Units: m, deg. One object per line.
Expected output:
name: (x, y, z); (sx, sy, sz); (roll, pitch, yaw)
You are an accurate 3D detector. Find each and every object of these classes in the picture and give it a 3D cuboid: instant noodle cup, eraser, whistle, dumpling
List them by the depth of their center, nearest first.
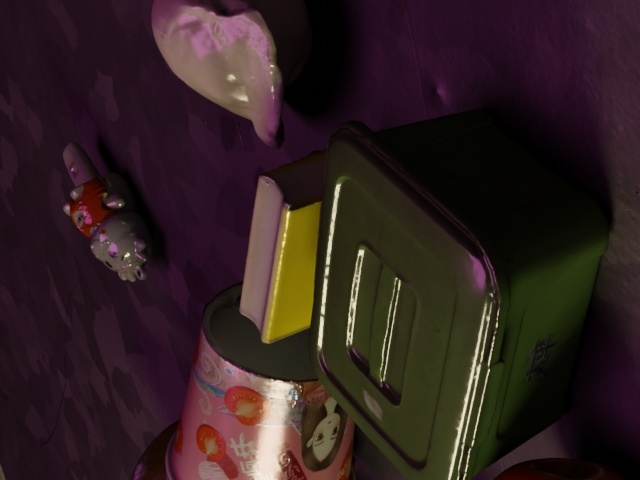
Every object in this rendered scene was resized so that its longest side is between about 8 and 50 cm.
eraser: (0.000, 0.000, 1.484); (0.069, 0.158, 0.226); (48, 146, 30)
dumpling: (-0.081, -0.215, 1.521); (0.175, 0.243, 0.226); (-14, 120, 24)
instant noodle cup: (-0.058, 0.194, 1.660); (0.243, 0.243, 0.231); (44, 137, 39)
whistle: (-0.329, -0.044, 2.111); (0.102, 0.106, 0.253); (-37, 70, 19)

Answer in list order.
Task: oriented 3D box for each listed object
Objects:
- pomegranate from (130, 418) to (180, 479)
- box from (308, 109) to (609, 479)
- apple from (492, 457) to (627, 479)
pomegranate: (-0.103, 0.387, 1.830); (0.323, 0.291, 0.290); (29, 133, 39)
box: (0.123, 0.052, 1.291); (0.253, 0.178, 0.328); (44, 142, 36)
apple: (0.223, 0.270, 1.280); (0.163, 0.163, 0.139); (27, 121, 52)
